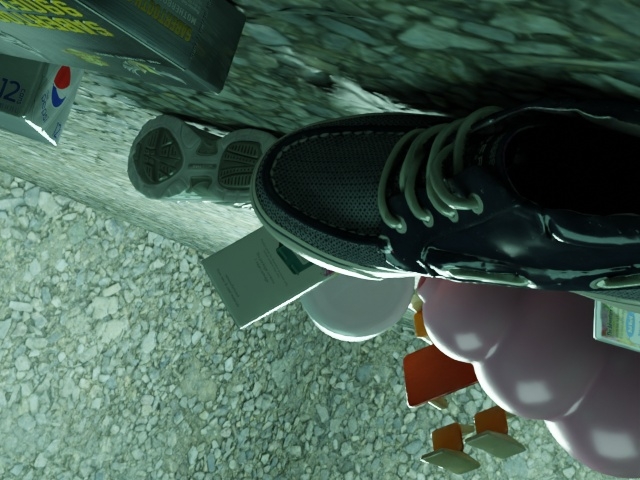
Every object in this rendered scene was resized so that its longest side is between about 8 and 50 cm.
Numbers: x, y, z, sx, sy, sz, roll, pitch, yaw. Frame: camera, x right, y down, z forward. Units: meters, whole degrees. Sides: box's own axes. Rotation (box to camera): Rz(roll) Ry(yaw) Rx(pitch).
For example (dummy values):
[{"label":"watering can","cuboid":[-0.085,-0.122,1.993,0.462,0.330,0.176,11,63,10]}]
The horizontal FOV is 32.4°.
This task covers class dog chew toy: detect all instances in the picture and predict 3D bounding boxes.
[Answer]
[{"label":"dog chew toy","cuboid":[0.254,0.110,1.153,0.331,0.207,0.206,27,173,-5]}]

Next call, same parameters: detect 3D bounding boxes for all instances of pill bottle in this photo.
[{"label":"pill bottle","cuboid":[0.047,0.062,1.516,0.153,0.153,0.265,18,174,3]}]

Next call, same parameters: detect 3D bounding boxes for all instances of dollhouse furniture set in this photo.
[{"label":"dollhouse furniture set","cuboid":[0.220,0.157,1.528,0.259,0.262,0.135,-28,142,33]}]

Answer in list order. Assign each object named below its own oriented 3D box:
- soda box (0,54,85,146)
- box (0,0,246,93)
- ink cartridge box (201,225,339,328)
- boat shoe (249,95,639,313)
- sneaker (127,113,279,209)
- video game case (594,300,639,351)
[{"label":"soda box","cuboid":[-0.343,-0.169,0.899,0.286,0.091,0.098,18,173,6]},{"label":"box","cuboid":[-0.189,-0.161,0.667,0.231,0.056,0.183,15,173,33]},{"label":"ink cartridge box","cuboid":[0.000,0.000,1.102,0.078,0.231,0.134,60,174,2]},{"label":"boat shoe","cuboid":[0.089,-0.042,0.692,0.340,0.127,0.158,7,164,23]},{"label":"sneaker","cuboid":[-0.100,-0.066,1.124,0.232,0.090,0.115,15,177,39]},{"label":"video game case","cuboid":[0.265,0.030,0.775,0.143,0.019,0.157,16,136,28]}]
